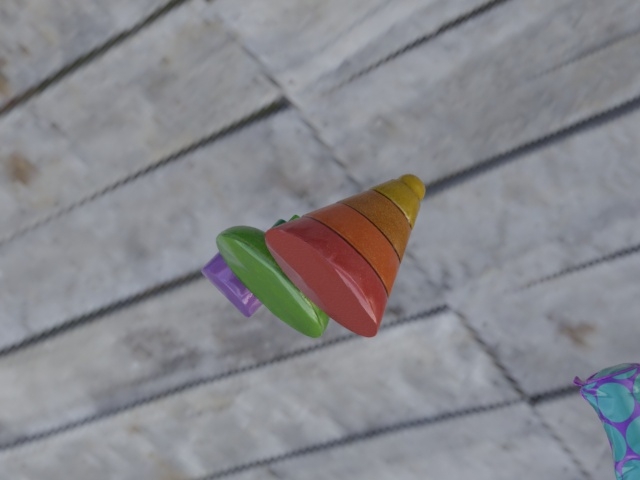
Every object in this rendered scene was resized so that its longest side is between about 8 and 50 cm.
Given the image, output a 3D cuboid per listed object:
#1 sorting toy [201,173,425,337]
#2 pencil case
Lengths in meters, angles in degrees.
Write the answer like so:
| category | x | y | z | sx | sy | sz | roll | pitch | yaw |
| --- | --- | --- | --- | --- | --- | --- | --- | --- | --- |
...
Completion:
| category | x | y | z | sx | sy | sz | roll | pitch | yaw |
| --- | --- | --- | --- | --- | --- | --- | --- | --- | --- |
| sorting toy | 0.000 | 0.000 | 1.583 | 0.127 | 0.126 | 0.365 | 47 | 165 | -11 |
| pencil case | 0.291 | 0.189 | 1.675 | 0.070 | 0.064 | 0.151 | -17 | 93 | 18 |
